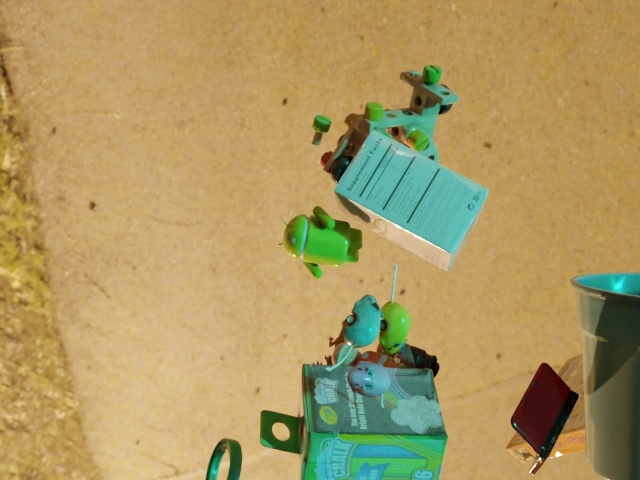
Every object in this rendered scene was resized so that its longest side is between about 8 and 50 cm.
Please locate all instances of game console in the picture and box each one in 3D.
[{"bbox_3d":[0.372,0.305,1.525,0.085,0.144,0.124,30,146,15],"label":"game console"}]

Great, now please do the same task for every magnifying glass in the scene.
[{"bbox_3d":[-0.164,0.408,1.333,0.026,0.231,0.092,18,-178,-24],"label":"magnifying glass"}]

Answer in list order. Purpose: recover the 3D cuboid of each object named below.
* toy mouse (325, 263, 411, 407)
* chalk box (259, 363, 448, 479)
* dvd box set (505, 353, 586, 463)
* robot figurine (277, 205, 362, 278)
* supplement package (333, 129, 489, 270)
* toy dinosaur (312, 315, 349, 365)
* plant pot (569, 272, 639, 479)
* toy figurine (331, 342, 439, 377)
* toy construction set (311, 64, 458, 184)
[{"bbox_3d":[0.057,0.119,0.970,0.031,0.143,0.161,9,105,33],"label":"toy mouse"},{"bbox_3d":[0.032,0.241,1.084,0.213,0.132,0.132,3,120,-4],"label":"chalk box"},{"bbox_3d":[0.602,0.347,1.988,0.062,0.307,0.420,43,155,2],"label":"dvd box set"},{"bbox_3d":[0.000,0.000,1.252,0.115,0.067,0.101,10,126,-4],"label":"robot figurine"},{"bbox_3d":[0.122,-0.053,1.215,0.179,0.105,0.105,29,170,12],"label":"supplement package"},{"bbox_3d":[0.043,0.268,1.948,0.064,0.211,0.112,15,149,-38],"label":"toy dinosaur"},{"bbox_3d":[0.597,0.240,1.538,0.341,0.341,0.334,3,97,16],"label":"plant pot"},{"bbox_3d":[0.109,0.290,1.690,0.148,0.210,0.213,16,103,34],"label":"toy figurine"},{"bbox_3d":[0.149,-0.190,1.625,0.258,0.309,0.237,9,122,-16],"label":"toy construction set"}]
